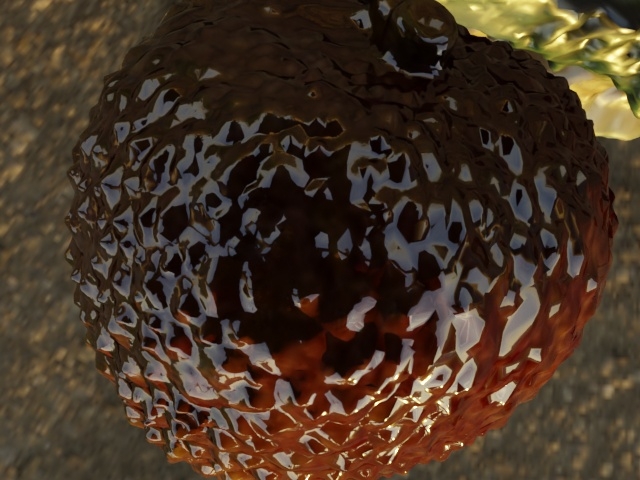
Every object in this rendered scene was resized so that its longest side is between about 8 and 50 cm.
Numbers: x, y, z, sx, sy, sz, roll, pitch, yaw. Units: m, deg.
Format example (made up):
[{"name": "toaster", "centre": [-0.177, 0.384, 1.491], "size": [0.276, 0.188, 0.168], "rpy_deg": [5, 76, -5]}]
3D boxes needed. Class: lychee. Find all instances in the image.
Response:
[{"name": "lychee", "centre": [0.004, -0.002, 0.604], "size": [0.194, 0.194, 0.194], "rpy_deg": [4, 116, 8]}]

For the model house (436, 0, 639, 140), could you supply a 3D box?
[{"name": "model house", "centre": [0.072, -0.253, 1.192], "size": [0.400, 0.445, 0.395], "rpy_deg": [-12, 75, 51]}]
